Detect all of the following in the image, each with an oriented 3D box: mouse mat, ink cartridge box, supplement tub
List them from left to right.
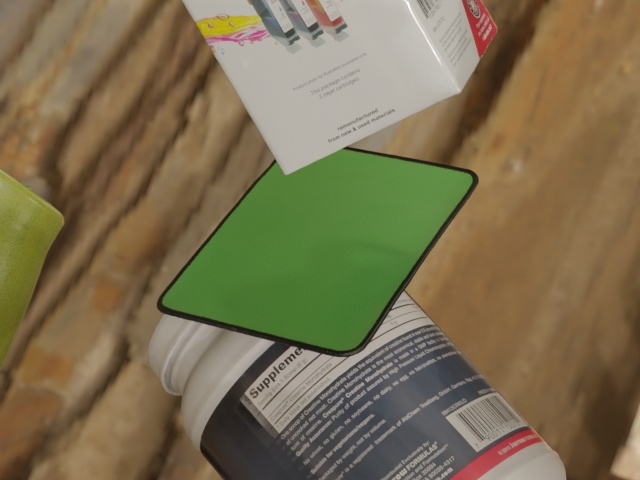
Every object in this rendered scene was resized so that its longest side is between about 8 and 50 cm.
[{"bbox_3d":[0.000,0.000,1.161,0.190,0.152,0.007,-52,142,-39],"label":"mouse mat"},{"bbox_3d":[0.003,-0.157,1.070,0.176,0.127,0.128,60,26,-13],"label":"ink cartridge box"},{"bbox_3d":[0.023,0.133,1.274,0.191,0.272,0.191,-37,160,-16],"label":"supplement tub"}]

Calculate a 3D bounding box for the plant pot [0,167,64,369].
[{"bbox_3d":[-0.489,0.047,2.055,0.353,0.366,0.366,-56,150,-5],"label":"plant pot"}]
